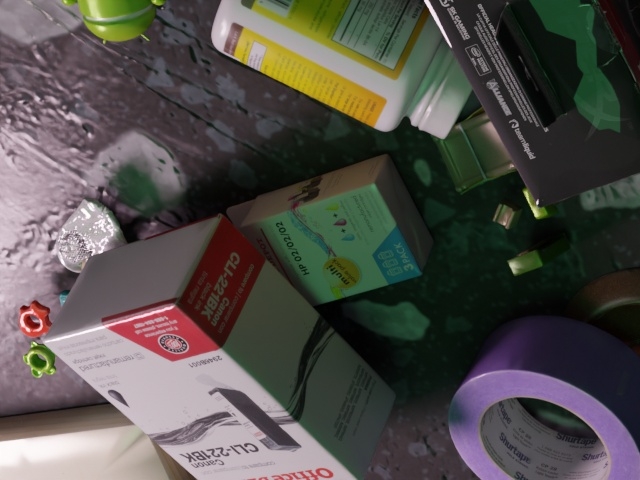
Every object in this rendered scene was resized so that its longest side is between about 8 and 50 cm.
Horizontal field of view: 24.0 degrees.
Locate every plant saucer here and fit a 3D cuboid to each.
[{"bbox_3d":[0.303,0.103,1.396,0.168,0.029,0.168,7,122,12],"label":"plant saucer"}]

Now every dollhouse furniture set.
[{"bbox_3d":[0.170,-0.049,1.345,0.076,0.058,0.151,-24,92,36],"label":"dollhouse furniture set"}]

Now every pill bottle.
[{"bbox_3d":[0.026,-0.168,1.257,0.215,0.117,0.117,27,125,0],"label":"pill bottle"}]

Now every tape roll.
[{"bbox_3d":[0.220,0.166,1.402,0.189,0.080,0.189,18,136,19],"label":"tape roll"}]

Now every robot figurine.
[{"bbox_3d":[-0.181,-0.225,1.314,0.101,0.067,0.115,1,121,18],"label":"robot figurine"}]

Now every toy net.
[{"bbox_3d":[-0.240,0.047,1.519,0.122,0.045,0.232,14,122,11],"label":"toy net"}]

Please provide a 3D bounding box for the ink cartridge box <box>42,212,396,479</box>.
[{"bbox_3d":[-0.091,0.121,1.423,0.197,0.114,0.273,-17,128,41],"label":"ink cartridge box"}]

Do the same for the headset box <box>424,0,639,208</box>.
[{"bbox_3d":[0.172,-0.180,1.098,0.110,0.293,0.218,-21,114,27],"label":"headset box"}]

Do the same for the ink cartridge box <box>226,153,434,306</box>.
[{"bbox_3d":[0.000,0.000,1.403,0.181,0.061,0.104,-17,115,26],"label":"ink cartridge box"}]

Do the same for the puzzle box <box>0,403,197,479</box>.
[{"bbox_3d":[-0.234,0.367,1.710,0.272,0.052,0.409,-9,118,21],"label":"puzzle box"}]
